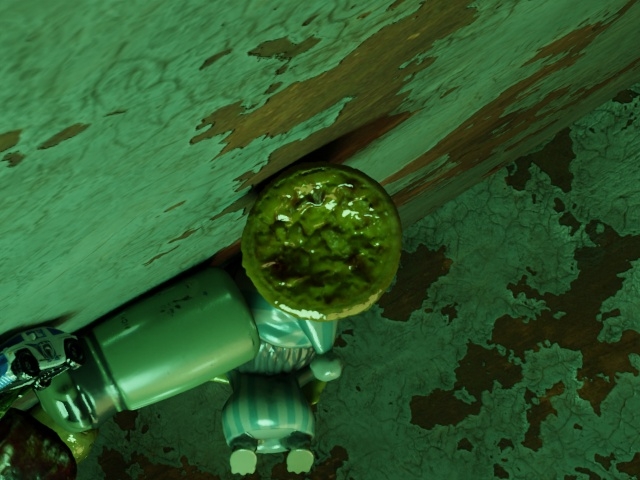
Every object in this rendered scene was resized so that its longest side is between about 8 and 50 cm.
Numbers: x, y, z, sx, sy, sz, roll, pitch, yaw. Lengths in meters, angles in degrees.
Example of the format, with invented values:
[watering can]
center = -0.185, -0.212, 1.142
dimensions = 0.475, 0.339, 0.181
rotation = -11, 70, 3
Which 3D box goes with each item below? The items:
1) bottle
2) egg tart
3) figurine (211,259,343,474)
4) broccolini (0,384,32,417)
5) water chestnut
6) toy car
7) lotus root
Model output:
[bottle]
center = -0.277, 0.176, 1.510
dimensions = 0.346, 0.169, 0.168
rotation = -24, 173, -14
[egg tart]
center = 0.000, 0.000, 1.245
dimensions = 0.202, 0.203, 0.147
rotation = -30, -177, -2
[figurine]
center = -0.085, 0.150, 1.661
dimensions = 0.266, 0.361, 0.378
rotation = -2, 139, -6
[broccolini]
center = -0.499, 0.249, 1.626
dimensions = 0.239, 0.051, 0.054
rotation = -34, -158, -34
[water chestnut]
center = -0.574, 0.421, 1.682
dimensions = 0.289, 0.244, 0.289
rotation = -32, 172, -5
[toy car]
center = -0.373, 0.155, 1.250
dimensions = 0.080, 0.070, 0.170
rotation = -32, 172, 18
[lotus root]
center = -0.572, 0.423, 2.126
dimensions = 0.284, 0.160, 0.146
rotation = -31, 170, 39
